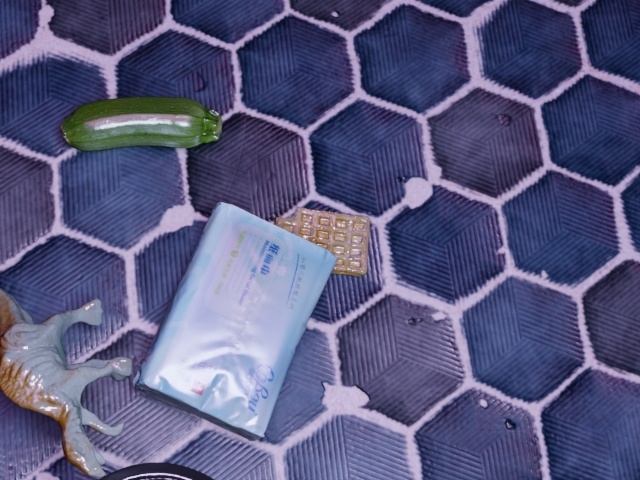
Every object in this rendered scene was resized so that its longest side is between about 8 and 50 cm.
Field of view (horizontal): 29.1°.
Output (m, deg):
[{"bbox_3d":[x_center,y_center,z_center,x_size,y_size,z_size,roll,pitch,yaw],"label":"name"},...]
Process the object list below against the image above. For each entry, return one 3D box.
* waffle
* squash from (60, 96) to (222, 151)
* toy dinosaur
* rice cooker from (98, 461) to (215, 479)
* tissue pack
[{"bbox_3d":[0.000,0.000,1.689,0.135,0.021,0.092,8,71,-6],"label":"waffle"},{"bbox_3d":[-0.244,-0.159,1.687,0.219,0.068,0.077,-1,55,-7],"label":"squash"},{"bbox_3d":[-0.339,0.129,1.521,0.393,0.092,0.205,42,32,21],"label":"toy dinosaur"},{"bbox_3d":[-0.190,0.385,1.414,0.281,0.227,0.241,-1,71,-7],"label":"rice cooker"},{"bbox_3d":[-0.107,0.102,1.587,0.177,0.089,0.263,25,75,-6],"label":"tissue pack"}]
